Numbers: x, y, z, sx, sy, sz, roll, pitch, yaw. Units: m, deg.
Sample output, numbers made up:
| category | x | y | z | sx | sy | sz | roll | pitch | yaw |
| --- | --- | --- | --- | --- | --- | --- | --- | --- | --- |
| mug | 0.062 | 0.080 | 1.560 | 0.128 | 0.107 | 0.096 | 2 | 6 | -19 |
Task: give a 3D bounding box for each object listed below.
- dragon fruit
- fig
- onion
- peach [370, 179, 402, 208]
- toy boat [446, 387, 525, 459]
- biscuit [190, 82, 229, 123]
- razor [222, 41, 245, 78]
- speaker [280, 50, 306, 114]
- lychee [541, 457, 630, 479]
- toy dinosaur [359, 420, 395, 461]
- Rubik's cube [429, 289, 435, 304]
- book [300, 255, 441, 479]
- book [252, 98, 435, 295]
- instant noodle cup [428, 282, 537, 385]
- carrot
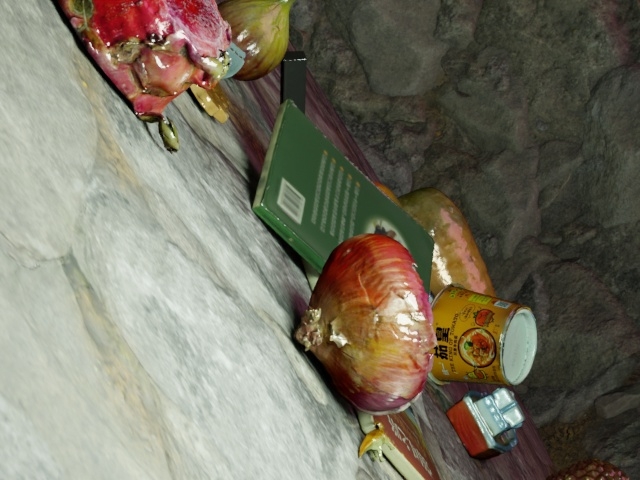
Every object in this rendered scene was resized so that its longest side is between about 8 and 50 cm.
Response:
| category | x | y | z | sx | sy | sz | roll | pitch | yaw |
| --- | --- | --- | --- | --- | --- | --- | --- | --- | --- |
| dragon fruit | -0.187 | -0.251 | 1.341 | 0.282 | 0.147 | 0.211 | 58 | 7 | 3 |
| fig | -0.095 | -0.380 | 2.122 | 0.160 | 0.231 | 0.143 | -125 | -164 | -45 |
| onion | 0.044 | 0.108 | 1.465 | 0.230 | 0.163 | 0.230 | 167 | -90 | -71 |
| peach | 0.049 | -0.017 | 2.042 | 0.190 | 0.192 | 0.190 | 36 | -48 | 56 |
| toy boat | 0.362 | 0.372 | 2.472 | 0.145 | 0.133 | 0.332 | 60 | 8 | 14 |
| biscuit | -0.179 | -0.237 | 1.754 | 0.133 | 0.027 | 0.184 | 55 | 7 | -20 |
| razor | -0.216 | -0.378 | 1.951 | 0.232 | 0.068 | 0.106 | 56 | 7 | 11 |
| speaker | -0.051 | -0.257 | 2.203 | 0.040 | 0.046 | 0.191 | -110 | -161 | -56 |
| lychee | 0.472 | 0.531 | 2.186 | 0.236 | 0.271 | 0.236 | 33 | -3 | 2 |
| toy dinosaur | 0.066 | 0.258 | 1.468 | 0.041 | 0.026 | 0.113 | 66 | 23 | -9 |
| Rubik's cube | 0.182 | 0.118 | 2.431 | 0.111 | 0.111 | 0.093 | 56 | -16 | -21 |
| book | 0.080 | 0.206 | 1.732 | 0.262 | 0.028 | 0.374 | 53 | 10 | -40 |
| book | 0.044 | -0.019 | 1.823 | 0.371 | 0.043 | 0.260 | 44 | 35 | -26 |
| instant noodle cup | 0.331 | 0.202 | 2.417 | 0.216 | 0.172 | 0.215 | -15 | 109 | -53 |
| carrot | 0.257 | 0.055 | 2.674 | 0.340 | 0.224 | 0.224 | 64 | 8 | 6 |
